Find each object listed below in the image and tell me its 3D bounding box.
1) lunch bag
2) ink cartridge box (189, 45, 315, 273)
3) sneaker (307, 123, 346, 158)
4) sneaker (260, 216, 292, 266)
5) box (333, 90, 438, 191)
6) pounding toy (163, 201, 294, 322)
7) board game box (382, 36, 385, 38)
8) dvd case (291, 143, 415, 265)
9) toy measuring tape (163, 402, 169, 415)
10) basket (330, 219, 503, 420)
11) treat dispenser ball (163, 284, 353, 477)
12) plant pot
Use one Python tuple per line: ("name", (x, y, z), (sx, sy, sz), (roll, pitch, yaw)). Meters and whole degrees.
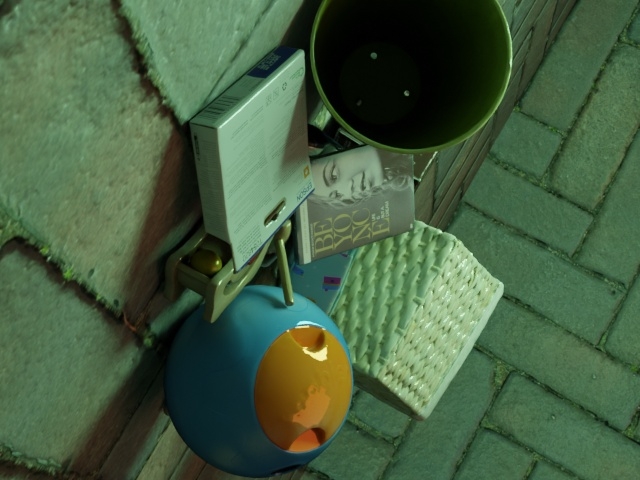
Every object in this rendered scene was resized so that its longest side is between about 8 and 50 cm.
("lunch bag", (0.000, 0.000, 1.822), (0.224, 0.107, 0.279), (-83, -168, -52))
("ink cartridge box", (-0.083, -0.107, 1.385), (0.223, 0.045, 0.224), (-49, 145, -45))
("sneaker", (-0.019, -0.133, 1.674), (0.081, 0.080, 0.211), (-58, 159, 13))
("sneaker", (-0.079, -0.017, 1.680), (0.086, 0.064, 0.192), (-62, 172, -21))
("box", (0.136, -0.190, 1.881), (0.203, 0.167, 0.168), (-57, 176, -22))
("pounding toy", (-0.091, 0.011, 1.488), (0.269, 0.154, 0.154), (-51, 166, -53))
("board game box", (0.146, -0.415, 1.762), (0.193, 0.045, 0.147), (-62, 168, 4))
("dvd case", (0.052, -0.065, 1.644), (0.221, 0.018, 0.165), (-16, 117, -27))
("toy measuring tape", (-0.149, 0.244, 1.864), (0.330, 0.121, 0.121), (-37, 152, -62))
("basket", (0.118, 0.121, 2.077), (0.331, 0.328, 0.266), (-59, 145, -7))
("treat dispenser ball", (-0.093, 0.212, 1.609), (0.288, 0.288, 0.288), (-57, 167, -21))
("plant pot", (0.110, -0.249, 1.563), (0.275, 0.274, 0.293), (-61, -176, -3))
